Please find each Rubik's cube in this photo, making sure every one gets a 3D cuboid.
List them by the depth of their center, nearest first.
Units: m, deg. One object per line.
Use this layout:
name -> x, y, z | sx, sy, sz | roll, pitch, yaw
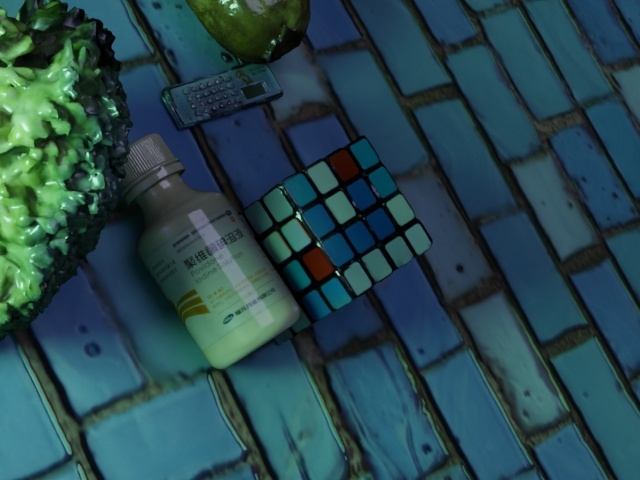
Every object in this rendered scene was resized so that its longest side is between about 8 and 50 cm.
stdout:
Rubik's cube -> 0.000, 0.000, 1.438 | 0.154, 0.155, 0.151 | -31, 88, -42

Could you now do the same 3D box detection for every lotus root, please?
lotus root -> -0.110, -0.332, 1.557 | 0.145, 0.128, 0.260 | -31, 85, -33

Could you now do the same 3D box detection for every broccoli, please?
broccoli -> -0.326, -0.074, 1.190 | 0.281, 0.347, 0.293 | 23, 10, -15

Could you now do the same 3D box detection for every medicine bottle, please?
medicine bottle -> -0.131, 0.006, 1.364 | 0.114, 0.114, 0.252 | -30, 86, -43

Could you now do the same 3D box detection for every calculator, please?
calculator -> -0.116, -0.177, 1.543 | 0.172, 0.018, 0.057 | -23, 83, -43
